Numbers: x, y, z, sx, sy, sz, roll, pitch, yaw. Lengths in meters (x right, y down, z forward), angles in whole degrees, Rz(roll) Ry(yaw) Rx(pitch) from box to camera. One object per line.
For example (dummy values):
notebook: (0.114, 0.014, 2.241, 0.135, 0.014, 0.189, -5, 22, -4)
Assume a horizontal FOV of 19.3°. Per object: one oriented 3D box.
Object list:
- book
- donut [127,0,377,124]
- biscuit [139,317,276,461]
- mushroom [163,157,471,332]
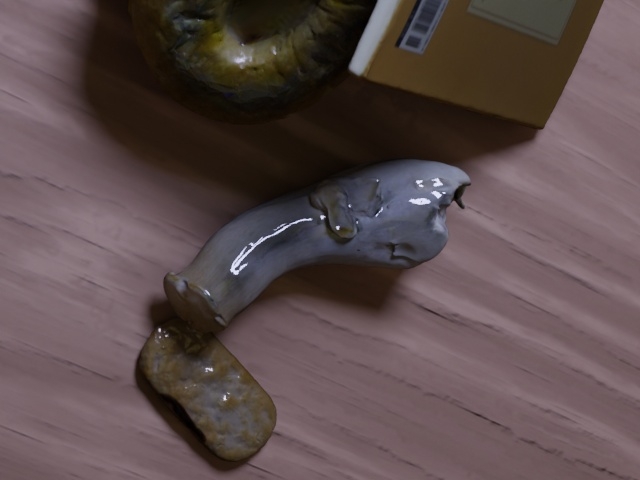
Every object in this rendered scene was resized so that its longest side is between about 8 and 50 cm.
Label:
book: (0.156, -0.228, 1.486, 0.389, 0.032, 0.269, 7, 107, -64)
donut: (-0.039, -0.209, 1.440, 0.208, 0.128, 0.261, 28, 125, -25)
biscuit: (-0.093, 0.126, 1.579, 0.071, 0.018, 0.147, -47, 112, -14)
mushroom: (0.000, -0.003, 1.566, 0.278, 0.099, 0.096, -18, 92, -17)
